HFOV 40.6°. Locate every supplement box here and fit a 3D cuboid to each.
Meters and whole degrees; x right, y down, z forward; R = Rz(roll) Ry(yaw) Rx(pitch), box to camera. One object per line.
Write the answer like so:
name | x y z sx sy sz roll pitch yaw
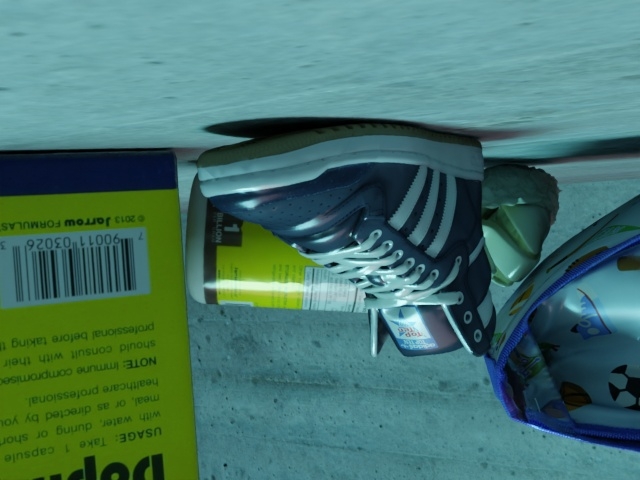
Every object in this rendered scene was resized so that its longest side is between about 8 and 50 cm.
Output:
supplement box | -0.207 0.125 0.596 0.195 0.357 0.194 -5 -179 -28

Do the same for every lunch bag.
lunch bag | 0.344 0.065 0.831 0.385 0.239 0.328 -22 176 8

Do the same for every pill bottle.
pill bottle | 0.000 0.000 0.723 0.215 0.117 0.117 3 -179 -2

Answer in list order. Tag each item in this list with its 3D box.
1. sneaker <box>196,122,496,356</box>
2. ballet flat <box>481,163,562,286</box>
sneaker | 0.035 0.010 0.550 0.099 0.153 0.282 -3 -179 33
ballet flat | 0.157 -0.001 0.943 0.409 0.147 0.147 -4 -179 -44
